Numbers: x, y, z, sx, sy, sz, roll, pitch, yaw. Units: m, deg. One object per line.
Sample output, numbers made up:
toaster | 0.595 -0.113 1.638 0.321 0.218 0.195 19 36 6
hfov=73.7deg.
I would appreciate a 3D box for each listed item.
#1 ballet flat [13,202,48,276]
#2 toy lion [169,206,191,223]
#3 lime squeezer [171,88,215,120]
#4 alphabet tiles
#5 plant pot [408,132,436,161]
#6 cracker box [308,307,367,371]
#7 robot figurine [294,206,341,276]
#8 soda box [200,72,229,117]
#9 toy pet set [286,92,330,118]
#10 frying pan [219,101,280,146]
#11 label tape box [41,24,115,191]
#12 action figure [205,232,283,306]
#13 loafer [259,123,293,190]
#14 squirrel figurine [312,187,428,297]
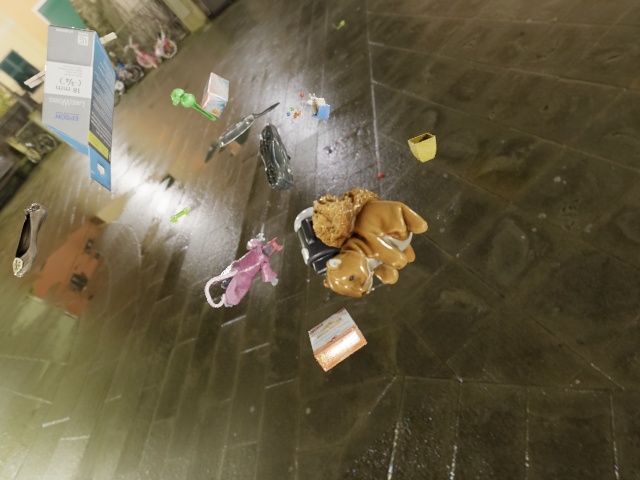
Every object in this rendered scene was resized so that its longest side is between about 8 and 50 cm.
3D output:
ballet flat | -0.950 -0.006 1.381 0.084 0.058 0.250 -3 70 19
toy lion | -0.587 -0.107 1.779 0.100 0.034 0.096 -39 20 -27
lime squeezer | -0.514 -0.542 1.672 0.059 0.109 0.310 -61 -8 10
alphabet tiles | -0.752 -0.546 1.293 0.283 0.021 0.278 -19 33 19
plant pot | 0.388 -0.344 1.605 0.081 0.083 0.081 -22 25 0
cracker box | 0.049 0.314 1.391 0.155 0.067 0.232 -35 8 -2
robot figurine | 0.001 -0.001 1.703 0.209 0.173 0.278 115 140 -61
soda box | -0.314 -0.438 1.277 0.058 0.062 0.183 -54 29 28
toy pet set | -0.034 -0.427 1.420 0.122 0.114 0.065 -35 71 57
frying pan | -0.340 -0.530 1.941 0.326 0.053 0.197 -27 28 22
label tape box | -0.589 -0.306 1.057 0.240 0.105 0.334 171 100 -75
action figure | -0.325 0.103 1.886 0.370 0.275 0.248 -43 68 20
loafer | -0.131 -0.250 1.288 0.076 0.078 0.224 -33 62 40
squirrel figurine | 0.128 0.008 1.551 0.370 0.281 0.397 -40 76 -18
